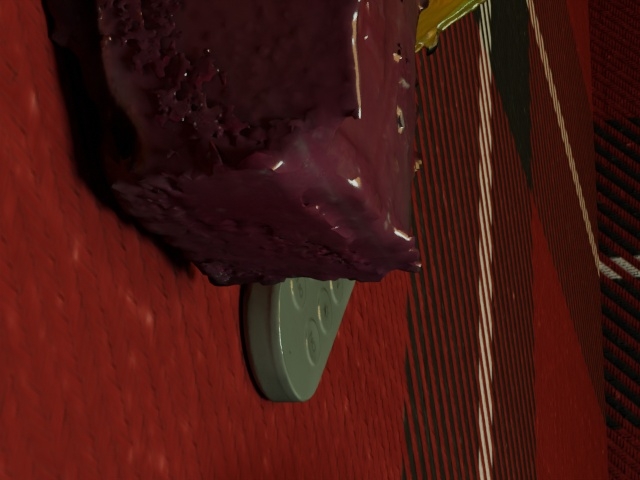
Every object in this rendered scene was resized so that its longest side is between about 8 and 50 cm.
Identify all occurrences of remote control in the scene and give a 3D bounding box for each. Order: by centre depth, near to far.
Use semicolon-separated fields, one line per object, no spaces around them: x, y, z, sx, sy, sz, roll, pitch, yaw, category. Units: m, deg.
0.000;0.000;0.764;0.245;0.022;0.077;-66;149;-59;remote control

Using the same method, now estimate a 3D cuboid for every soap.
-0.026;-0.142;0.568;0.182;0.112;0.289;57;30;-64;soap

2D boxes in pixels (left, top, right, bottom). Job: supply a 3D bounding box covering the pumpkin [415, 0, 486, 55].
0.039;-0.173;0.851;0.111;0.163;0.278;42;35;6;pumpkin
